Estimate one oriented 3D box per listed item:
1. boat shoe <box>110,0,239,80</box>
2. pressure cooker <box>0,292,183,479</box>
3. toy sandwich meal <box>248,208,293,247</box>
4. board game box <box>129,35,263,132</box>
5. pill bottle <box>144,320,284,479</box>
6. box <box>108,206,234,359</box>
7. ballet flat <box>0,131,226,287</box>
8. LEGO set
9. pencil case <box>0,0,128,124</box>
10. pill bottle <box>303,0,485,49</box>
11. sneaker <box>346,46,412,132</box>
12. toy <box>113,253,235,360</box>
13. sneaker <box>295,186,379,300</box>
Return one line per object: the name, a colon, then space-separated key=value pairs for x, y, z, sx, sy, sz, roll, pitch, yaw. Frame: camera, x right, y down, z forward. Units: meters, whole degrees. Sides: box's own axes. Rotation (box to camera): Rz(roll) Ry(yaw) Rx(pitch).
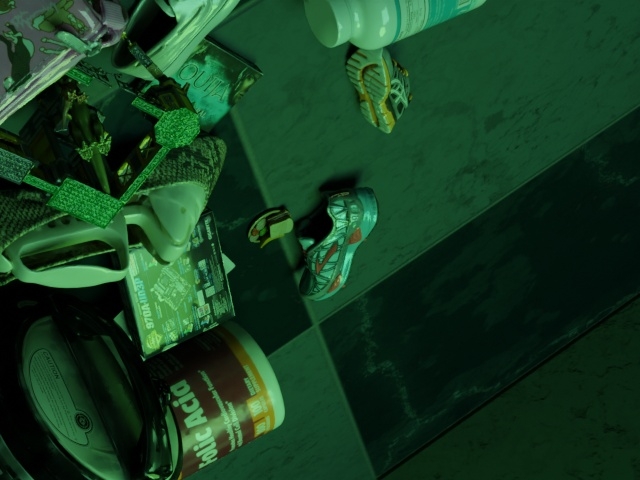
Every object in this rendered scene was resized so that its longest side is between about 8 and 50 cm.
boat shoe: x=-0.183 y=-0.318 z=1.814 sx=0.267 sy=0.096 sz=0.088 roll=-44 pitch=157 yaw=29
pressure cooker: x=-0.419 y=0.306 z=2.128 sx=0.420 sy=0.370 sz=0.375 roll=-37 pitch=-161 yaw=21
toy sandwich meal: x=-0.086 y=-0.021 z=2.426 sx=0.085 sy=0.029 sz=0.085 roll=-29 pitch=151 yaw=-18
board game box: x=-0.176 y=-0.232 z=2.011 sx=0.126 sy=0.026 sz=0.186 roll=-45 pitch=151 yaw=13
pill bottle: x=-0.282 y=0.323 z=2.500 sx=0.392 sy=0.224 sz=0.224 roll=-27 pitch=150 yaw=-21
box: x=-0.242 y=0.065 z=2.267 sx=0.175 sy=0.051 sz=0.220 roll=-26 pitch=127 yaw=-22
ballet flat: x=-0.307 y=-0.019 z=2.008 sx=0.482 sy=0.182 sz=0.164 roll=-18 pitch=145 yaw=-34
LEGO set: x=-0.334 y=-0.181 z=1.759 sx=0.331 sy=0.192 sz=0.255 roll=16 pitch=119 yaw=-37
pencil case: x=-0.397 y=-0.176 z=1.508 sx=0.386 sy=0.167 sz=0.160 roll=-38 pitch=116 yaw=5
pill bottle: x=0.109 y=-0.368 z=2.018 sx=0.264 sy=0.146 sz=0.146 roll=-25 pitch=149 yaw=-23
sneaker: x=0.102 y=-0.263 z=2.249 sx=0.083 sy=0.084 sz=0.215 roll=-46 pitch=158 yaw=-14
toy: x=-0.266 y=0.087 z=2.345 sx=0.237 sy=0.056 sz=0.137 roll=-44 pitch=143 yaw=-2
sneaker: x=0.000 y=0.000 z=2.518 sx=0.125 sy=0.104 sz=0.262 roll=5 pitch=128 yaw=-29
